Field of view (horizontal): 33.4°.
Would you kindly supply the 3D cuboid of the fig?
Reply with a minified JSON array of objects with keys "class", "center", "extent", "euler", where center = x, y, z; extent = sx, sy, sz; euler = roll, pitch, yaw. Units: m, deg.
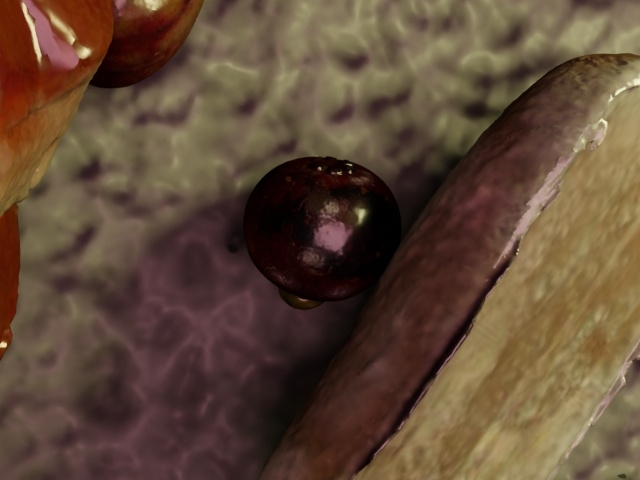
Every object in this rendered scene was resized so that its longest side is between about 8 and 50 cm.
[{"class":"fig","center":[-0.083,-0.129,0.510],"extent":[0.125,0.089,0.089],"euler":[-40,105,-34]}]

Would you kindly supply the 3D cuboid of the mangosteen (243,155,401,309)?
[{"class":"mangosteen","center":[0.001,-0.003,0.535],"extent":[0.081,0.081,0.081],"euler":[-2,97,-13]}]

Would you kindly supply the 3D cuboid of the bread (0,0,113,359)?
[{"class":"bread","center":[-0.261,-0.026,0.423],"extent":[0.295,0.114,0.327],"euler":[21,102,-4]}]

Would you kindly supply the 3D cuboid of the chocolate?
[{"class":"chocolate","center":[0.082,0.046,0.534],"extent":[0.303,0.100,0.185],"euler":[-57,144,-2]}]
